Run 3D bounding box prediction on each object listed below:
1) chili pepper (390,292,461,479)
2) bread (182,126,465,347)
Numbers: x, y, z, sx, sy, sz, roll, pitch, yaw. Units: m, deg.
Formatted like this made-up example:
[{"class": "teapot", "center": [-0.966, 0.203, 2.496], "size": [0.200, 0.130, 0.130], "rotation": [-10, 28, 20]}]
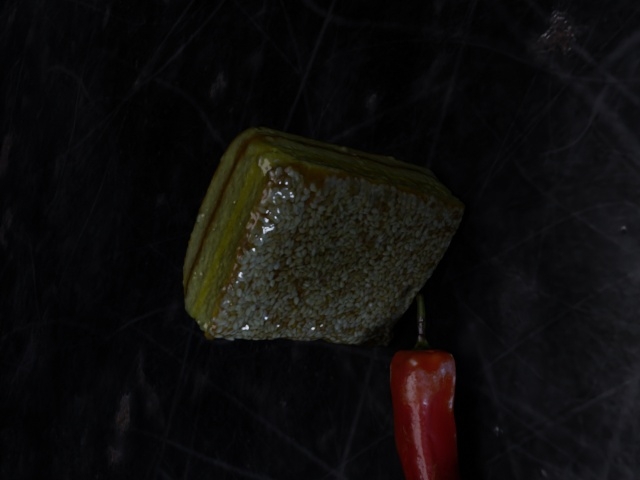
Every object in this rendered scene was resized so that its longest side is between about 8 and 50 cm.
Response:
[{"class": "chili pepper", "center": [0.098, 0.177, 0.729], "size": [0.064, 0.071, 0.272], "rotation": [-10, 69, 15]}, {"class": "bread", "center": [0.000, 0.000, 0.773], "size": [0.110, 0.234, 0.184], "rotation": [45, 116, 45]}]
